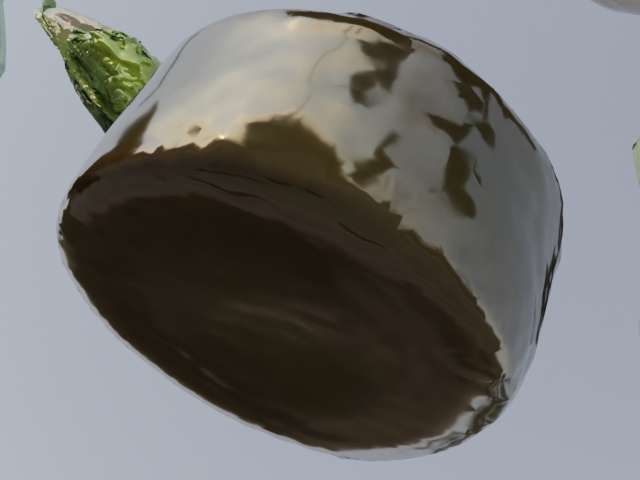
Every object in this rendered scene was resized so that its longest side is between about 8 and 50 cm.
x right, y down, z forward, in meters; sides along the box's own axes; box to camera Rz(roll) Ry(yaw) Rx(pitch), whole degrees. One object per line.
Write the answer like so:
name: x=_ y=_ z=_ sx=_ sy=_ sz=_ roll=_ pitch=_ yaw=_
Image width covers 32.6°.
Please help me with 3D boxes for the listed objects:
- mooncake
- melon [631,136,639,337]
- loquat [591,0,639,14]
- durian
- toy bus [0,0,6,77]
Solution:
mooncake: x=0.000 y=0.000 z=0.650 sx=0.284 sy=0.155 sz=0.284 roll=15 pitch=-35 yaw=11
melon: x=0.487 y=0.017 z=1.338 sx=0.226 sy=0.343 sz=0.331 roll=-15 pitch=-38 yaw=17
loquat: x=0.235 y=-0.256 z=0.720 sx=0.238 sy=0.238 sz=0.193 roll=8 pitch=-41 yaw=30
durian: x=-0.242 y=-0.189 z=1.360 sx=0.107 sy=0.132 sz=0.375 roll=-41 pitch=-110 yaw=6
toy bus: x=-0.331 y=-0.114 z=0.738 sx=0.271 sy=0.133 sz=0.164 roll=-30 pitch=-112 yaw=36
